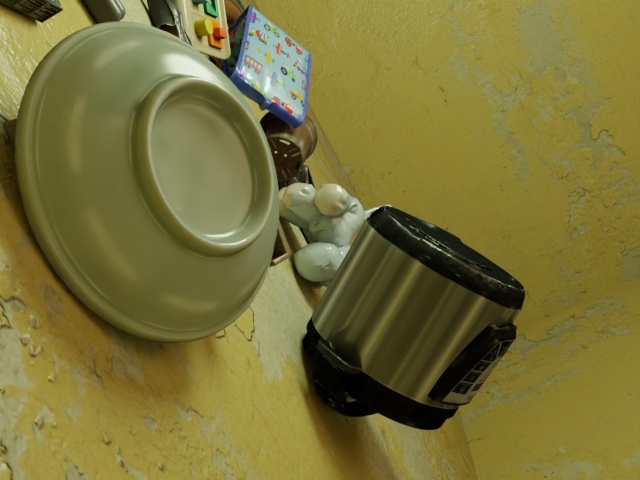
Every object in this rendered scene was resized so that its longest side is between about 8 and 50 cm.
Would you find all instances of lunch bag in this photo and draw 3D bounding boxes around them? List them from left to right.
[{"bbox_3d":[-0.135,-0.420,1.892,0.221,0.138,0.293,32,32,-30],"label":"lunch bag"}]

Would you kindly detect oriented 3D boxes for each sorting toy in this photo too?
[{"bbox_3d":[-0.262,-0.519,1.725,0.196,0.047,0.347,-14,97,-67],"label":"sorting toy"}]

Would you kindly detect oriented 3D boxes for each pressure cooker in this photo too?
[{"bbox_3d":[0.172,0.184,1.546,0.370,0.420,0.375,28,10,-14],"label":"pressure cooker"}]

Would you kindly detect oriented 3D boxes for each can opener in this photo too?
[{"bbox_3d":[-0.401,-0.491,1.228,0.074,0.093,0.280,-94,160,-67],"label":"can opener"}]

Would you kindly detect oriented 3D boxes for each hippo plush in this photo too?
[{"bbox_3d":[0.000,0.000,1.841,0.294,0.234,0.236,17,77,-56],"label":"hippo plush"}]

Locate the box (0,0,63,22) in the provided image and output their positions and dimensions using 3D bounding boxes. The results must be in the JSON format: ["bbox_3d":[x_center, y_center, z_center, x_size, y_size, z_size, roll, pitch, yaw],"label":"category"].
[{"bbox_3d":[-0.427,-0.389,0.949,0.184,0.045,0.191,63,11,7],"label":"box"}]

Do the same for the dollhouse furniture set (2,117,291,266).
[{"bbox_3d":[-0.245,-0.037,1.005,0.355,0.174,0.303,-32,105,-53],"label":"dollhouse furniture set"}]

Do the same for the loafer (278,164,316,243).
[{"bbox_3d":[-0.014,-0.068,2.078,0.302,0.095,0.109,61,11,-15],"label":"loafer"}]

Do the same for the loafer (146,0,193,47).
[{"bbox_3d":[-0.325,-0.461,1.594,0.170,0.062,0.061,61,15,-6],"label":"loafer"}]

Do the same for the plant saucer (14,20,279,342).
[{"bbox_3d":[-0.160,-0.081,0.902,0.400,0.101,0.400,23,61,-49],"label":"plant saucer"}]

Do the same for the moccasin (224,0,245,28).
[{"bbox_3d":[-0.302,-0.616,1.919,0.139,0.147,0.380,52,10,17],"label":"moccasin"}]

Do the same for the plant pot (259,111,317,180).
[{"bbox_3d":[-0.099,-0.244,1.952,0.167,0.167,0.165,60,19,-22],"label":"plant pot"}]

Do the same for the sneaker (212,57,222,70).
[{"bbox_3d":[-0.246,-0.477,2.045,0.067,0.064,0.175,68,21,4],"label":"sneaker"}]
